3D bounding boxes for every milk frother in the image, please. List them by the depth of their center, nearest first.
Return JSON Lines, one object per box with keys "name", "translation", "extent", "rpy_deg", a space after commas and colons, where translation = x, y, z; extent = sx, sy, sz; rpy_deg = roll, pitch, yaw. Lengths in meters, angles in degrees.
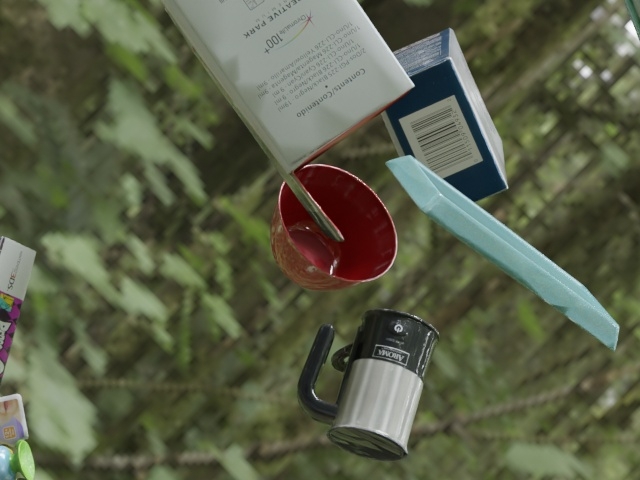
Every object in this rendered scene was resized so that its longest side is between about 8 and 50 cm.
{"name": "milk frother", "translation": [0.051, 0.157, 1.890], "extent": [0.129, 0.135, 0.143], "rpy_deg": [8, -26, 21]}

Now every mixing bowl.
{"name": "mixing bowl", "translation": [0.000, 0.000, 2.464], "extent": [0.181, 0.181, 0.098], "rpy_deg": [45, -46, 1]}

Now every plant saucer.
{"name": "plant saucer", "translation": [0.120, 0.007, 1.170], "extent": [0.192, 0.018, 0.067], "rpy_deg": [33, 13, -33]}

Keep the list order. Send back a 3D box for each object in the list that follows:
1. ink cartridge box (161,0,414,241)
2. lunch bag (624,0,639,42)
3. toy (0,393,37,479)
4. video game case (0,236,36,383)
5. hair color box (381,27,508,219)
{"name": "ink cartridge box", "translation": [-0.017, -0.143, 1.607], "extent": [0.272, 0.130, 0.309], "rpy_deg": [55, -1, -3]}
{"name": "lunch bag", "translation": [0.461, -0.294, 1.965], "extent": [0.224, 0.279, 0.108], "rpy_deg": [60, 24, -45]}
{"name": "toy", "translation": [-0.409, 0.246, 1.871], "extent": [0.056, 0.237, 0.137], "rpy_deg": [51, 26, -83]}
{"name": "video game case", "translation": [-0.344, 0.124, 1.627], "extent": [0.042, 0.210, 0.232], "rpy_deg": [26, -31, -28]}
{"name": "hair color box", "translation": [0.150, -0.151, 2.288], "extent": [0.347, 0.105, 0.174], "rpy_deg": [-68, 135, -77]}
